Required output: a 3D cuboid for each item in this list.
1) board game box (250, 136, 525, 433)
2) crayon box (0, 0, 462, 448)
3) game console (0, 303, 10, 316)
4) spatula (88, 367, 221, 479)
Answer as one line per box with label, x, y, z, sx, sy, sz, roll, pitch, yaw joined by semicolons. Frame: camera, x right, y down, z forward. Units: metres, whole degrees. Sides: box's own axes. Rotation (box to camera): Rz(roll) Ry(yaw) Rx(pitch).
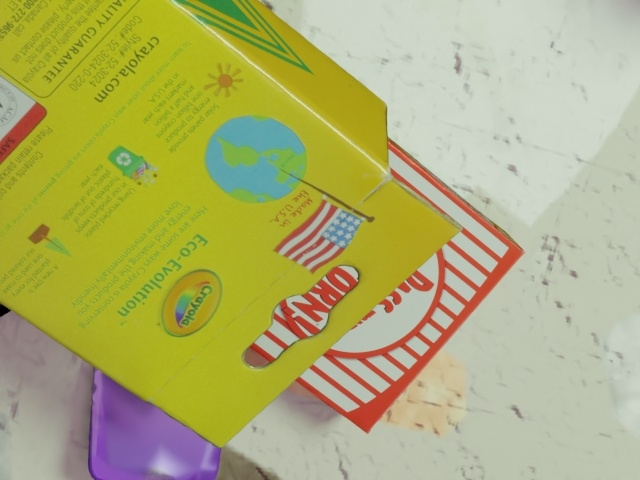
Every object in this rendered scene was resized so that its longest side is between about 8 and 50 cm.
board game box;0.000;0.000;1.096;0.193;0.045;0.147;37;97;-20
crayon box;-0.109;-0.051;0.964;0.318;0.081;0.202;38;115;-22
game console;-0.292;-0.088;1.004;0.213;0.044;0.361;-32;111;-1
spatula;-0.114;0.199;1.144;0.084;0.030;0.296;6;106;-17
